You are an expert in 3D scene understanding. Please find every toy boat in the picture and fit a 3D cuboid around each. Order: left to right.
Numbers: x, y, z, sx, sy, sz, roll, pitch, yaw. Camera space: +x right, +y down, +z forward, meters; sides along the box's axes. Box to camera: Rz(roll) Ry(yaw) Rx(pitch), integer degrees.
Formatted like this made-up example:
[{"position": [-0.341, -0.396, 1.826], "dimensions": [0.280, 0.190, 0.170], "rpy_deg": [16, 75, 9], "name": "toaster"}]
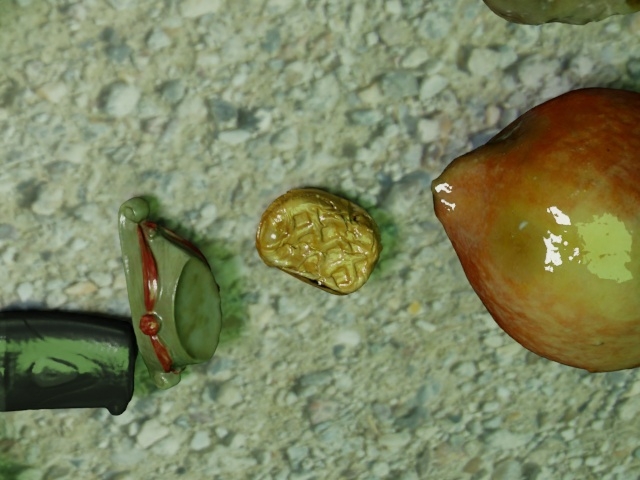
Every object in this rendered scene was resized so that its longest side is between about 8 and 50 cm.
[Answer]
[{"position": [-0.128, 0.052, 1.273], "dimensions": [0.089, 0.071, 0.185], "rpy_deg": [-33, 126, -41], "name": "toy boat"}]

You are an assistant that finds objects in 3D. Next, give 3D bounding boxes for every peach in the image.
[{"position": [0.208, -0.011, 1.215], "dimensions": [0.257, 0.232, 0.232], "rpy_deg": [14, 113, -5], "name": "peach"}]

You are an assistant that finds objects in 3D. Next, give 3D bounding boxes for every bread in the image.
[{"position": [0.000, 0.000, 1.282], "dimensions": [0.111, 0.044, 0.083], "rpy_deg": [23, 109, -16], "name": "bread"}]

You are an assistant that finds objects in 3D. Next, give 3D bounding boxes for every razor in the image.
[{"position": [-0.230, 0.104, 1.289], "dimensions": [0.148, 0.054, 0.090], "rpy_deg": [1, 115, -10], "name": "razor"}]

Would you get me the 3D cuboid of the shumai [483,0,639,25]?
[{"position": [0.136, -0.288, 1.001], "dimensions": [0.283, 0.217, 0.346], "rpy_deg": [-15, 147, -41], "name": "shumai"}]
